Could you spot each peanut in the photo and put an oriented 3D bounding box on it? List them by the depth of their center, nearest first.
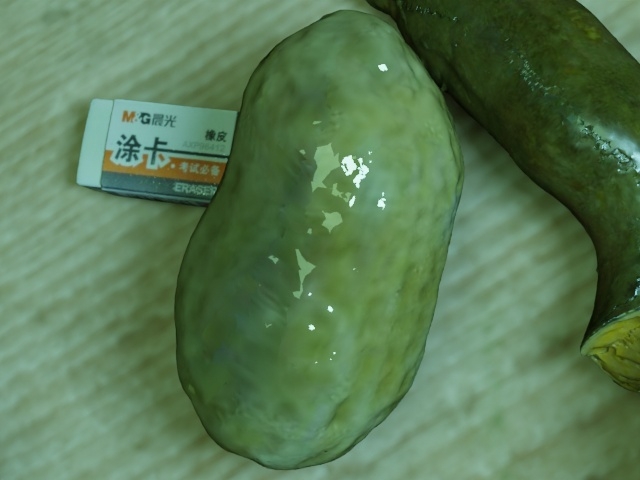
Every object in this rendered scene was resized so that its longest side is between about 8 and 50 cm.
[{"bbox_3d":[0.000,0.000,0.932,0.129,0.129,0.224,23,99,22],"label":"peanut"}]

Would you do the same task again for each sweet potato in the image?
[{"bbox_3d":[0.112,-0.051,0.929,0.112,0.085,0.285,-44,69,13],"label":"sweet potato"}]

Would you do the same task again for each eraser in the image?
[{"bbox_3d":[-0.069,-0.045,1.024,0.122,0.029,0.052,8,83,21],"label":"eraser"}]
